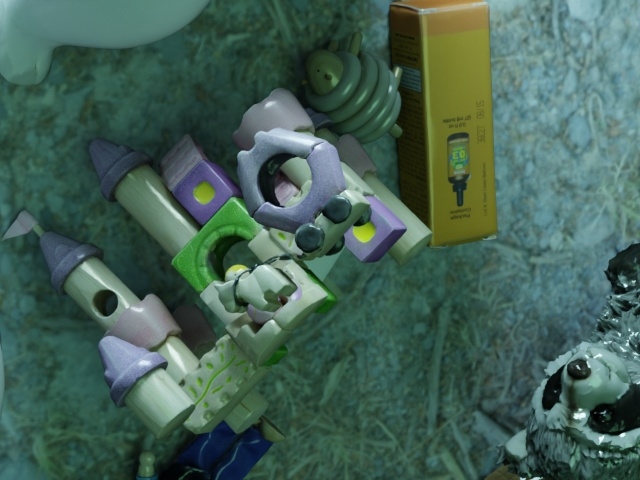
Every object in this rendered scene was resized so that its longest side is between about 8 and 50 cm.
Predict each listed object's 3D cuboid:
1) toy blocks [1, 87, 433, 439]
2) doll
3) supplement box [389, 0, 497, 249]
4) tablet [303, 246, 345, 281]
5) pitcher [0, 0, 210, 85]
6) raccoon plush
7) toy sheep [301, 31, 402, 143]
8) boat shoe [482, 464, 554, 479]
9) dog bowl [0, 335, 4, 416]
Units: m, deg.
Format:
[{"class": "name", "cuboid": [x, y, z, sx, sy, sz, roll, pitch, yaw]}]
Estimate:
[{"class": "toy blocks", "cuboid": [-0.106, -0.014, 1.458, 0.288, 0.309, 0.260, -46, 76, 9]}, {"class": "doll", "cuboid": [-0.124, 0.234, 1.635, 0.189, 0.046, 0.129, -49, 126, 0]}, {"class": "supplement box", "cuboid": [0.118, -0.114, 1.648, 0.078, 0.080, 0.233, -10, 105, -22]}, {"class": "tablet", "cuboid": [0.000, 0.000, 1.660, 0.054, 0.006, 0.083, 35, 87, -28]}, {"class": "pitcher", "cuboid": [-0.196, -0.237, 1.412, 0.125, 0.207, 0.177, -46, 115, -54]}, {"class": "raccoon plush", "cuboid": [0.395, 0.206, 1.763, 0.446, 0.216, 0.299, 38, 81, -27]}, {"class": "toy sheep", "cuboid": [0.035, -0.136, 1.601, 0.132, 0.091, 0.091, 34, 87, -32]}, {"class": "boat shoe", "cuboid": [0.178, 0.367, 1.785, 0.342, 0.123, 0.123, -53, 148, -16]}, {"class": "dog bowl", "cuboid": [-0.426, 0.119, 1.438, 0.349, 0.102, 0.348, -6, 106, -23]}]
